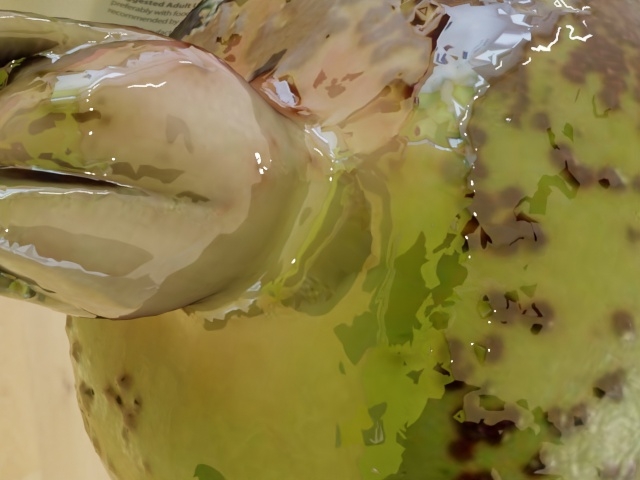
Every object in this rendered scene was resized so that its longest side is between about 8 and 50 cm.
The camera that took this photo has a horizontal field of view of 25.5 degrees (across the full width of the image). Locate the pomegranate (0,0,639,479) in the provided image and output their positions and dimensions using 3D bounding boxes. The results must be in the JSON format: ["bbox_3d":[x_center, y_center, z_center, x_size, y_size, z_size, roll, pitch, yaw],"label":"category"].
[{"bbox_3d":[0.000,0.000,0.502,0.341,0.285,0.285,24,65,-46],"label":"pomegranate"}]

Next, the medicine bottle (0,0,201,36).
[{"bbox_3d":[-0.080,-0.187,0.677,0.288,0.157,0.157,-55,-167,50],"label":"medicine bottle"}]
